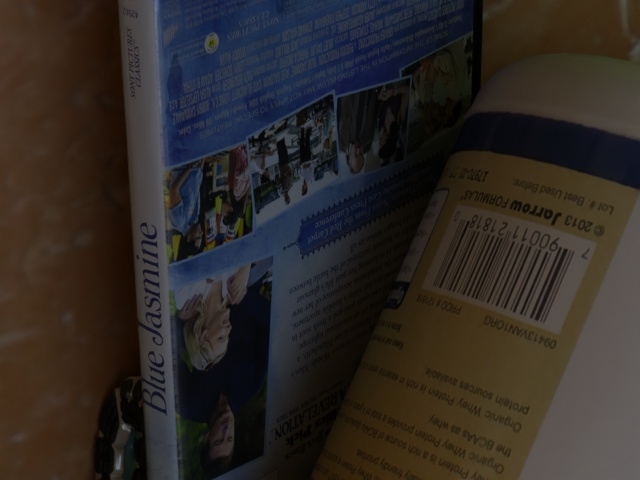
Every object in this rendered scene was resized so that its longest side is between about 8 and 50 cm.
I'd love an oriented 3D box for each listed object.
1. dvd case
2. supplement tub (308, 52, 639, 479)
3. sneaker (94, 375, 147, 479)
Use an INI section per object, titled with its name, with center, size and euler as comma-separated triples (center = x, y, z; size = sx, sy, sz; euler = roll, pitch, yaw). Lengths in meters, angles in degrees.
[dvd case]
center = 0.000, 0.000, 0.672
size = 0.180, 0.022, 0.253
euler = -27, 126, -43
[supplement tub]
center = 0.107, 0.114, 0.651
size = 0.228, 0.228, 0.316
euler = 27, 85, -36
[sneaker]
center = -0.057, 0.133, 0.719
size = 0.073, 0.063, 0.162
euler = 1, 112, -33
